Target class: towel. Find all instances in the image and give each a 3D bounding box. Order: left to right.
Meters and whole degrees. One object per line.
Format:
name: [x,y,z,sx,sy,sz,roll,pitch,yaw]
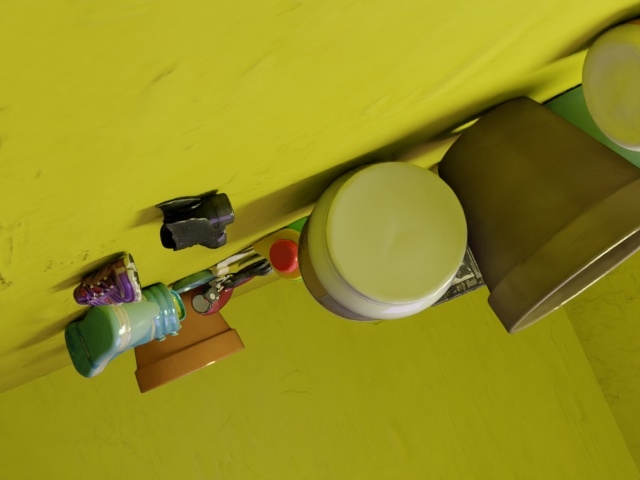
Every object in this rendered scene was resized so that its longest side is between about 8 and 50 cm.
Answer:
towel: [-0.090,0.014,1.882,0.237,0.021,0.102,-25,170,35]

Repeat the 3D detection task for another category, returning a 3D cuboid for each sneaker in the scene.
sneaker: [-0.299,0.067,1.078,0.071,0.068,0.170,-13,171,-36]
sneaker: [-0.399,0.186,1.619,0.208,0.127,0.319,-19,175,-38]
sneaker: [-0.155,-0.016,0.927,0.089,0.051,0.170,-22,171,-20]

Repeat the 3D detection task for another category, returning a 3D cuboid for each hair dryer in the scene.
hair dryer: [-0.206,0.112,1.868,0.223,0.080,0.293,-24,-176,-22]

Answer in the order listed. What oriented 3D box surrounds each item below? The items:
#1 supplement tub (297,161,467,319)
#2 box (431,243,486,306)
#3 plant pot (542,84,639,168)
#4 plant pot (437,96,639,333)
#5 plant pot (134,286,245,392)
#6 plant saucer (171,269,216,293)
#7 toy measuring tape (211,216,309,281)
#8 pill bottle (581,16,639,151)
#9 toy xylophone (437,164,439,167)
supplement tub: [0.091,0.008,1.246,0.241,0.241,0.331,-23,175,-8]
box: [0.359,0.000,2.152,0.242,0.307,0.076,-25,172,10]
plant pot: [0.518,-0.156,1.413,0.271,0.255,0.271,-23,176,-2]
plant pot: [0.337,-0.058,1.200,0.323,0.280,0.323,-32,162,-12]
plant pot: [-0.368,0.248,2.023,0.290,0.204,0.291,-23,175,-2]
plant saucer: [-0.286,0.091,1.741,0.119,0.021,0.119,-23,176,-1]
toy measuring tape: [-0.094,0.048,1.624,0.330,0.121,0.121,-26,175,35]
pill bottle: [0.489,-0.229,0.982,0.278,0.162,0.162,-22,176,-17]
toy xylophone: [0.358,-0.160,1.694,0.236,0.081,0.322,-25,176,21]
